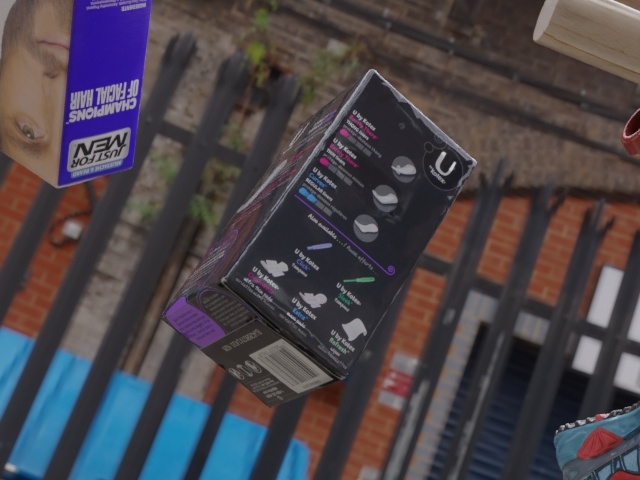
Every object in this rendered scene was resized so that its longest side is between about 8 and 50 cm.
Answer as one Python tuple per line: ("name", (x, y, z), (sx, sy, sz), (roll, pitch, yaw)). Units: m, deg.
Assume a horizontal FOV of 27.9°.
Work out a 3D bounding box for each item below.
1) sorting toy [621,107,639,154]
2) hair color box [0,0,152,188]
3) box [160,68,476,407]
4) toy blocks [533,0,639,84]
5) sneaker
("sorting toy", (0.284, -0.105, 1.027), (0.042, 0.102, 0.061), (34, 18, -13))
("hair color box", (-0.264, -0.245, 1.276), (0.185, 0.338, 0.110), (31, 35, 32))
("box", (0.000, 0.000, 1.210), (0.143, 0.270, 0.165), (40, -29, -12))
("toy blocks", (0.308, -0.242, 0.870), (0.260, 0.288, 0.309), (20, 25, -5))
("sneaker", (0.309, 0.203, 1.120), (0.104, 0.125, 0.262), (2, -19, -23))
